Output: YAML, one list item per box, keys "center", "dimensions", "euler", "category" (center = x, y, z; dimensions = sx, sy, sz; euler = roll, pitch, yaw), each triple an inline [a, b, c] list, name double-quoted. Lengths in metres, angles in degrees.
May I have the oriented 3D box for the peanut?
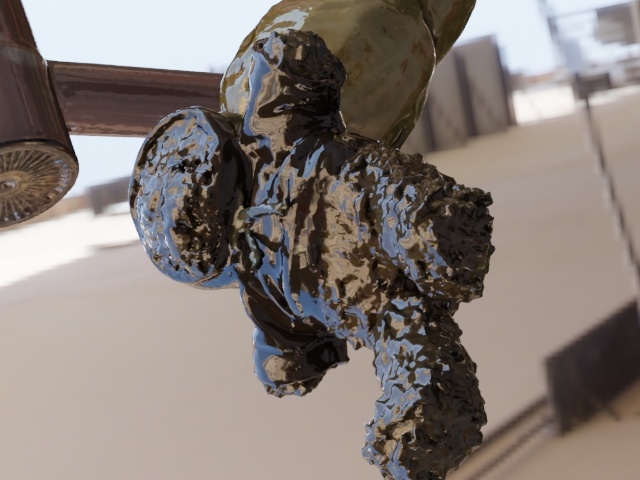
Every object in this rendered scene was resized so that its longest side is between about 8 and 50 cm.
- center: [0.028, -0.120, 1.156]
  dimensions: [0.236, 0.110, 0.120]
  euler: [-53, -23, -34]
  category: "peanut"

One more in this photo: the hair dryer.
- center: [-0.143, -0.108, 1.386]
  dimensions: [0.344, 0.107, 0.189]
  euler: [2, -126, -39]
  category: "hair dryer"

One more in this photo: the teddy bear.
- center: [0.008, -0.001, 0.597]
  dimensions: [0.078, 0.160, 0.119]
  euler: [-14, -62, -36]
  category: "teddy bear"
